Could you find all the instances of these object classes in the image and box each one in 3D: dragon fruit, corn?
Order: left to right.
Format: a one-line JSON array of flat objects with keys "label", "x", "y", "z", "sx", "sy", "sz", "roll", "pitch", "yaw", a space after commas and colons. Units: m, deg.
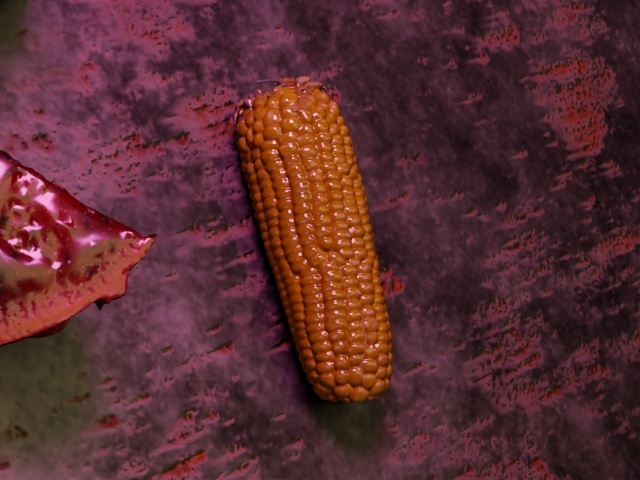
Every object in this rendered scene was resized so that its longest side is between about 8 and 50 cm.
[{"label": "dragon fruit", "x": -0.291, "y": 0.019, "z": 1.163, "sx": 0.262, "sy": 0.134, "sz": 0.211, "roll": 33, "pitch": 65, "yaw": -7}, {"label": "corn", "x": 0.000, "y": 0.000, "z": 1.415, "sx": 0.106, "sy": 0.106, "sz": 0.305, "roll": -7, "pitch": 79, "yaw": -41}]
